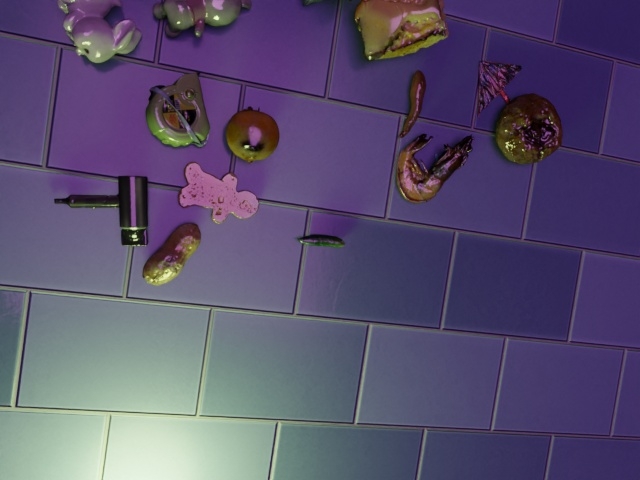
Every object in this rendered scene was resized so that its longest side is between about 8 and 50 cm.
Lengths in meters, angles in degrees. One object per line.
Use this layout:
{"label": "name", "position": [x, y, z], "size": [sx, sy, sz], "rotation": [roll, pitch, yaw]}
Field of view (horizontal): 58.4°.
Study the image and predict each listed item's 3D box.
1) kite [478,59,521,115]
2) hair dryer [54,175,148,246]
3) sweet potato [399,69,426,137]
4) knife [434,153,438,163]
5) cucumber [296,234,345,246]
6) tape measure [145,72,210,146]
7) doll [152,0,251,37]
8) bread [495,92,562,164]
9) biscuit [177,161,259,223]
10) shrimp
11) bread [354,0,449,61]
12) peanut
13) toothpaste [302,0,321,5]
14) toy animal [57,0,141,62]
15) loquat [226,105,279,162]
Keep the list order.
{"label": "kite", "position": [0.570, -0.508, 1.871], "size": [0.232, 0.009, 0.189], "rotation": [-44, 105, -7]}
{"label": "hair dryer", "position": [-0.602, -0.082, 1.575], "size": [0.248, 0.078, 0.195], "rotation": [1, 95, -5]}
{"label": "sweet potato", "position": [0.291, -0.421, 1.787], "size": [0.050, 0.050, 0.214], "rotation": [11, 94, -15]}
{"label": "knife", "position": [0.374, -0.234, 1.844], "size": [0.014, 0.005, 0.091], "rotation": [-9, 97, -15]}
{"label": "cucumber", "position": [0.000, 0.000, 1.748], "size": [0.155, 0.037, 0.037], "rotation": [5, 93, -17]}
{"label": "tape measure", "position": [-0.393, -0.349, 1.582], "size": [0.175, 0.106, 0.200], "rotation": [-18, 101, -27]}
{"label": "doll", "position": [-0.317, -0.644, 1.572], "size": [0.275, 0.113, 0.155], "rotation": [-22, 97, -11]}
{"label": "bread", "position": [0.683, -0.358, 1.855], "size": [0.230, 0.123, 0.230], "rotation": [-2, 95, -17]}
{"label": "biscuit", "position": [-0.292, -0.128, 1.663], "size": [0.234, 0.030, 0.153], "rotation": [16, 91, -16]}
{"label": "shrimp", "position": [0.347, -0.256, 1.804], "size": [0.178, 0.075, 0.289], "rotation": [40, 100, -10]}
{"label": "bread", "position": [0.237, -0.656, 1.698], "size": [0.262, 0.162, 0.204], "rotation": [-12, 100, 9]}
{"label": "peanut", "position": [-0.414, 0.041, 1.619], "size": [0.099, 0.099, 0.214], "rotation": [41, 78, -14]}
{"label": "toothpaste", "position": [0.098, -0.785, 1.696], "size": [0.337, 0.067, 0.081], "rotation": [-21, 102, -12]}
{"label": "toy animal", "position": [-0.582, -0.576, 1.502], "size": [0.178, 0.127, 0.193], "rotation": [-30, 99, -13]}
{"label": "loquat", "position": [-0.191, -0.301, 1.622], "size": [0.163, 0.137, 0.163], "rotation": [0, 92, 4]}
